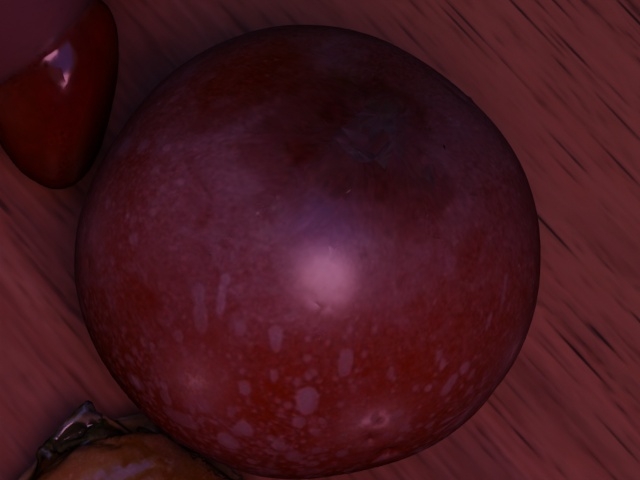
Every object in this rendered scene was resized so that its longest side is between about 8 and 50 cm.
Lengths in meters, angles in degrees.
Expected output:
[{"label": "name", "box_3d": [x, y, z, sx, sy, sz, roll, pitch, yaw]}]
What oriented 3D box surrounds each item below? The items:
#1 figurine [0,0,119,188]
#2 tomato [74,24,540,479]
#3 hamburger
[{"label": "figurine", "box_3d": [-0.210, -0.199, 1.012, 0.261, 0.211, 0.269, 15, 71, -22]}, {"label": "tomato", "box_3d": [0.000, 0.000, 0.993, 0.270, 0.227, 0.270, 10, 54, -14]}, {"label": "hamburger", "box_3d": [-0.127, 0.154, 1.020, 0.176, 0.087, 0.102, -25, 64, -5]}]
